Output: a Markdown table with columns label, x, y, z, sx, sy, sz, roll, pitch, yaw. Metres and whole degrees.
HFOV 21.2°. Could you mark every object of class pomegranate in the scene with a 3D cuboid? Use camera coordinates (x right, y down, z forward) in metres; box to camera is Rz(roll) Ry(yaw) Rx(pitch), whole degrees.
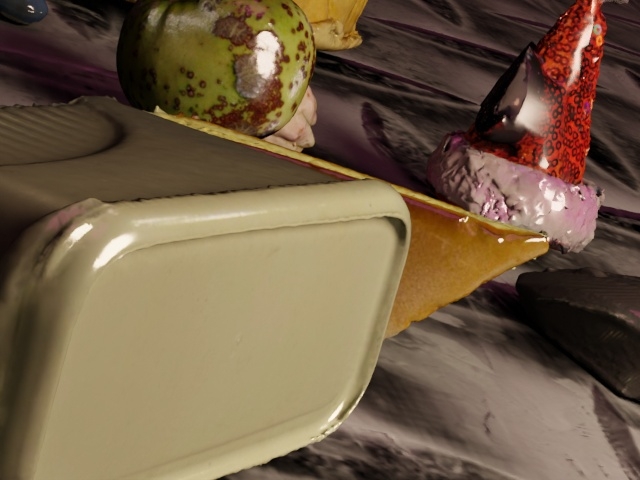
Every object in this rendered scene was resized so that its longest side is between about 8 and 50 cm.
| label | x | y | z | sx | sy | sz | roll | pitch | yaw |
| --- | --- | --- | --- | --- | --- | --- | --- | --- | --- |
| pomegranate | -0.055 | -0.121 | 1.146 | 0.163 | 0.125 | 0.138 | 1 | 12 | -45 |

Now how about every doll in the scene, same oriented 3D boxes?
| label | x | y | z | sx | sy | sz | roll | pitch | yaw |
| --- | --- | --- | --- | --- | --- | --- | --- | --- | --- |
| doll | -0.266 | -0.191 | 1.293 | 0.125 | 0.027 | 0.037 | 18 | 17 | 1 |

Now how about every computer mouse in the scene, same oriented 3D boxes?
| label | x | y | z | sx | sy | sz | roll | pitch | yaw |
| --- | --- | --- | --- | --- | --- | --- | --- | --- | --- |
| computer mouse | 0.192 | 0.049 | 1.049 | 0.099 | 0.057 | 0.172 | -8 | 32 | -43 |

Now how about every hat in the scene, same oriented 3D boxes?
| label | x | y | z | sx | sy | sz | roll | pitch | yaw |
| --- | --- | --- | --- | --- | --- | --- | --- | --- | --- |
| hat | 0.155 | -0.094 | 1.163 | 0.129 | 0.227 | 0.140 | 30 | 15 | 23 |

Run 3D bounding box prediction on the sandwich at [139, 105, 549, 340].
| label | x | y | z | sx | sy | sz | roll | pitch | yaw |
| --- | --- | --- | --- | --- | --- | --- | --- | --- | --- |
| sandwich | 0.000 | 0.000 | 0.947 | 0.244 | 0.088 | 0.090 | 18 | 9 | 2 |

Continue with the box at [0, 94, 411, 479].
| label | x | y | z | sx | sy | sz | roll | pitch | yaw |
| --- | --- | --- | --- | --- | --- | --- | --- | --- | --- |
| box | -0.103 | 0.017 | 0.728 | 0.178 | 0.138 | 0.274 | 24 | 15 | 27 |

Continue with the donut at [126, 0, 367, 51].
| label | x | y | z | sx | sy | sz | roll | pitch | yaw |
| --- | --- | --- | --- | --- | --- | --- | --- | --- | --- |
| donut | -0.102 | -0.277 | 1.503 | 0.330 | 0.160 | 0.330 | 17 | 11 | -3 |
